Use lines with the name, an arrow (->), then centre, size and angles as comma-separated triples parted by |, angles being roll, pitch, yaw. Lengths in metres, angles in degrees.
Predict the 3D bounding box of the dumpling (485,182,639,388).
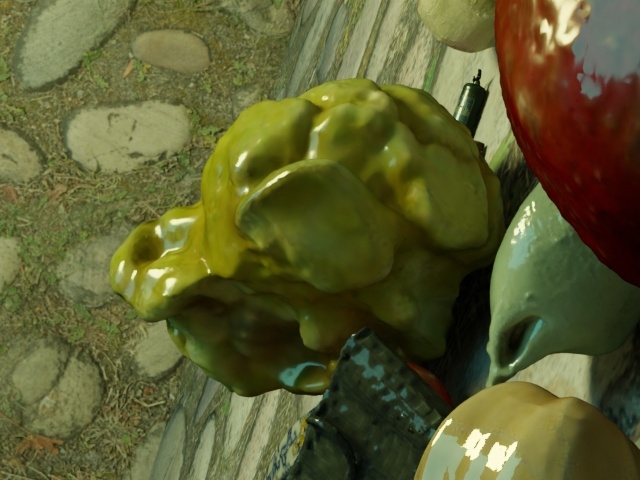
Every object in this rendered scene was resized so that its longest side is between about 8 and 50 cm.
dumpling -> 0.187, 0.017, 1.075 | 0.108, 0.153, 0.219 | 40, 100, 32

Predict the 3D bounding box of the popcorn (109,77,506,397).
popcorn -> 0.002, -0.006, 1.449 | 0.334, 0.292, 0.293 | -52, 8, 27

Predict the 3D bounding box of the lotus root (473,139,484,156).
lotus root -> 0.137, -0.077, 1.592 | 0.083, 0.030, 0.037 | 146, 140, -73

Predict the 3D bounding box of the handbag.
handbag -> 0.038, 0.216, 1.237 | 0.089, 0.175, 0.270 | -10, -50, -52

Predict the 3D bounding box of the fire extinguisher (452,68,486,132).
fire extinguisher -> 0.152, -0.135, 1.626 | 0.038, 0.025, 0.083 | -4, -67, -77

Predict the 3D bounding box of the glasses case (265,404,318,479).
glasses case -> 0.008, 0.215, 1.605 | 0.248, 0.087, 0.065 | 129, 144, -58

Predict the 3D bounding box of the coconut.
coconut -> 0.152, -0.246, 1.596 | 0.124, 0.110, 0.110 | -42, 31, 56

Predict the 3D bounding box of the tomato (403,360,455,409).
tomato -> 0.083, 0.180, 1.345 | 0.155, 0.069, 0.155 | -166, 90, -78

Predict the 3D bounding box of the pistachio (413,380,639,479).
pistachio -> 0.125, 0.198, 0.920 | 0.157, 0.157, 0.229 | -174, 90, -78

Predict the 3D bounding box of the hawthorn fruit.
hawthorn fruit -> 0.222, -0.078, 0.758 | 0.254, 0.254, 0.300 | -64, 37, 33
